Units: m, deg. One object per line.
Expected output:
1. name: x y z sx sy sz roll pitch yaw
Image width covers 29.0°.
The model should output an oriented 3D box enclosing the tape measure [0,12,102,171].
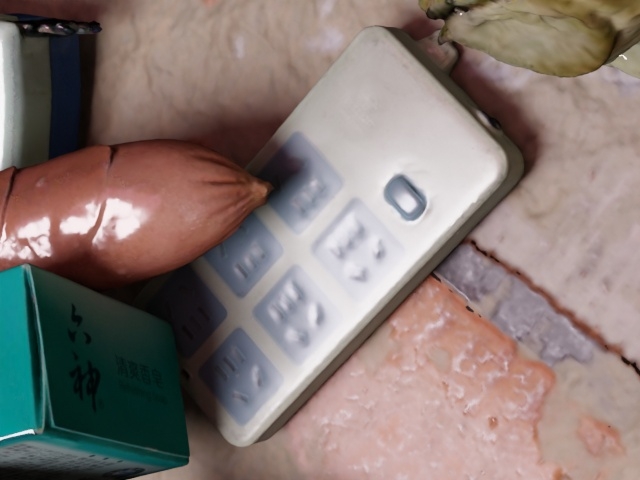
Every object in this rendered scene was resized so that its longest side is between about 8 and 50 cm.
1. tape measure: -0.256 0.013 0.827 0.215 0.098 0.351 11 103 19

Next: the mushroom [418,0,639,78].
1. mushroom: 0.168 -0.160 0.553 0.267 0.164 0.189 -10 59 62

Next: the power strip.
1. power strip: 0.000 0.000 0.715 0.270 0.046 0.118 -48 70 21

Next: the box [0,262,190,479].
1. box: -0.217 0.102 0.696 0.245 0.153 0.092 -17 68 17

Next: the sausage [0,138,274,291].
1. sausage: -0.229 0.019 0.724 0.433 0.088 0.088 -17 84 19
